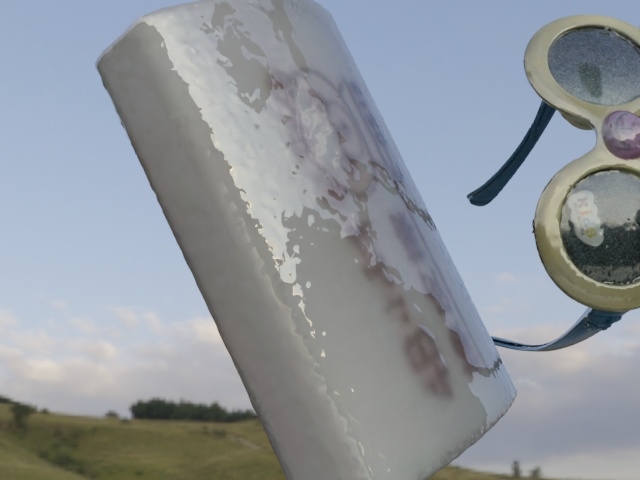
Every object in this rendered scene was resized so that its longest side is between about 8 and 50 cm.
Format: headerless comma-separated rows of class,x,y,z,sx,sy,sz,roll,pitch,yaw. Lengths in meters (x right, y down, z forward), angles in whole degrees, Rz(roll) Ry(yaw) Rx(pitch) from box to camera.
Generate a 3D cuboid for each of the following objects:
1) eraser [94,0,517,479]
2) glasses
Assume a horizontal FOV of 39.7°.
eraser,0.000,0.000,0.505,0.095,0.270,0.174,-28,-5,37
glasses,0.126,-0.019,0.559,0.088,0.189,0.220,12,-26,-19
